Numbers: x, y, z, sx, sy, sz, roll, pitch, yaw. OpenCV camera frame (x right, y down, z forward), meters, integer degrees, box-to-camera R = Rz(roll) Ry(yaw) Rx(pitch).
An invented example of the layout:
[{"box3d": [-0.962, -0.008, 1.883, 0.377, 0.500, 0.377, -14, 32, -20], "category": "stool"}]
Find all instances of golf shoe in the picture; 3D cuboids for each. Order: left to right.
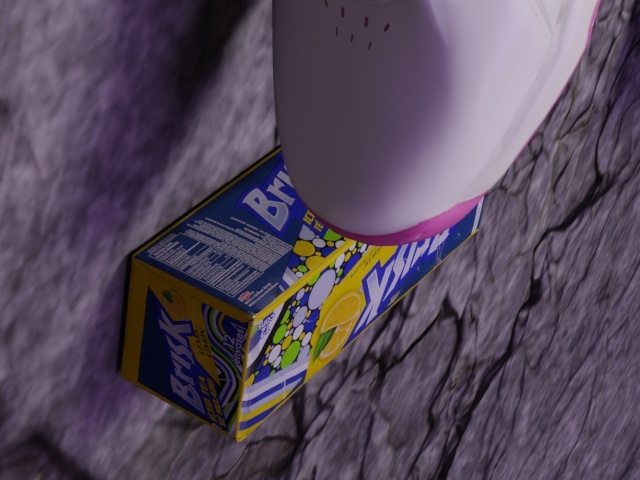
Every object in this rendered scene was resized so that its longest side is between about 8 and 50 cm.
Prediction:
[{"box3d": [0.024, -0.145, 0.562, 0.140, 0.115, 0.306, -7, 113, -54], "category": "golf shoe"}]

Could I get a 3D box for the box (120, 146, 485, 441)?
[{"box3d": [0.000, 0.000, 0.724, 0.169, 0.054, 0.059, -38, 147, -44], "category": "box"}]
